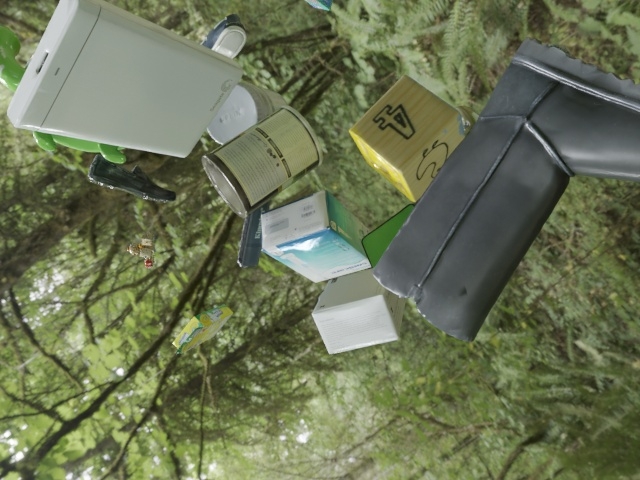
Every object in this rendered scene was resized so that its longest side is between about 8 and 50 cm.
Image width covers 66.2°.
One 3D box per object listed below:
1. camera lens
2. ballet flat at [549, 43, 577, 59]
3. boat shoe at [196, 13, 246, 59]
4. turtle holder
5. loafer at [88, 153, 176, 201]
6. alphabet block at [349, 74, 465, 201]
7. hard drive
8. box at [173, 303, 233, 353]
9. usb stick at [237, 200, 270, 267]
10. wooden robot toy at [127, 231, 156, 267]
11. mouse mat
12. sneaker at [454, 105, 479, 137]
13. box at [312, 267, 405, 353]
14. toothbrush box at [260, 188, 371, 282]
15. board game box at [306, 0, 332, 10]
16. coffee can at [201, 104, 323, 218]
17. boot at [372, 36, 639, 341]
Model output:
[{"bbox_3d":[-0.238,-0.416,1.672,0.219,0.219,0.274,55,-159,4],"label":"camera lens"},{"bbox_3d":[0.696,-0.470,1.351,0.188,0.070,0.070,58,180,12],"label":"ballet flat"},{"bbox_3d":[-0.301,-0.522,1.367,0.095,0.254,0.079,11,-125,-40],"label":"boat shoe"},{"bbox_3d":[-0.538,-0.329,1.072,0.243,0.320,0.228,112,148,-50],"label":"turtle holder"},{"bbox_3d":[-0.479,-0.157,1.275,0.223,0.078,0.076,19,171,-28],"label":"loafer"},{"bbox_3d":[0.222,-0.250,1.224,0.193,0.197,0.192,46,-177,30],"label":"alphabet block"},{"bbox_3d":[-0.321,-0.267,0.873,0.047,0.233,0.353,50,-156,20],"label":"hard drive"},{"bbox_3d":[-0.314,0.234,1.301,0.043,0.105,0.179,43,-165,8],"label":"box"},{"bbox_3d":[-0.205,-0.047,1.541,0.077,0.278,0.045,1,-162,-39],"label":"usb stick"},{"bbox_3d":[-0.536,0.034,1.461,0.173,0.078,0.076,122,152,-61],"label":"wooden robot toy"},{"bbox_3d":[0.204,0.005,1.346,0.007,0.189,0.153,34,153,55],"label":"mouse mat"},{"bbox_3d":[0.374,-0.216,1.393,0.158,0.181,0.411,89,-179,-62],"label":"sneaker"},{"bbox_3d":[0.099,0.163,1.194,0.119,0.181,0.181,67,-159,-15],"label":"box"},{"bbox_3d":[0.000,0.000,1.414,0.295,0.216,0.126,37,-138,-51],"label":"toothbrush box"},{"bbox_3d":[0.002,-0.617,1.032,0.047,0.210,0.160,21,-163,17],"label":"board game box"},{"bbox_3d":[-0.160,-0.221,1.375,0.201,0.275,0.202,46,162,20],"label":"coffee can"},{"bbox_3d":[0.321,-0.022,0.744,0.146,0.445,0.367,10,-153,-49],"label":"boot"}]
